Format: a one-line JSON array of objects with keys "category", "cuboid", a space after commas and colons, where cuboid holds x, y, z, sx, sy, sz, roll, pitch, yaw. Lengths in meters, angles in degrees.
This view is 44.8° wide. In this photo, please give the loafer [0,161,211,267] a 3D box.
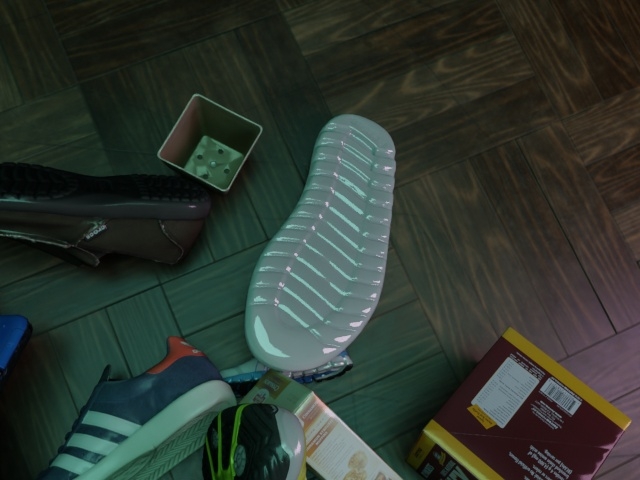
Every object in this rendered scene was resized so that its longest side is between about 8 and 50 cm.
[{"category": "loafer", "cuboid": [-0.330, -0.017, 1.020, 0.366, 0.134, 0.130, 4, 113, -14]}]

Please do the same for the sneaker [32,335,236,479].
[{"category": "sneaker", "cuboid": [-0.282, 0.257, 1.003, 0.350, 0.131, 0.148, -34, 60, -6]}]

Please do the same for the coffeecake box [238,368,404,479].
[{"category": "coffeecake box", "cuboid": [0.001, 0.255, 0.975, 0.068, 0.142, 0.185, -48, 110, -14]}]

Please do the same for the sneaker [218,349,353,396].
[{"category": "sneaker", "cuboid": [-0.057, 0.162, 1.072, 0.191, 0.071, 0.082, -10, 64, -11]}]

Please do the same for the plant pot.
[{"category": "plant pot", "cuboid": [-0.156, -0.125, 1.109, 0.109, 0.096, 0.109, 28, 75, 1]}]

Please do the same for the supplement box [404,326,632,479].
[{"category": "supplement box", "cuboid": [0.249, 0.259, 0.998, 0.191, 0.129, 0.194, 39, 63, 17]}]

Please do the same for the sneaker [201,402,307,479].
[{"category": "sneaker", "cuboid": [-0.059, 0.305, 0.898, 0.147, 0.384, 0.145, -1, 49, -17]}]

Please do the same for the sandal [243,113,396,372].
[{"category": "sandal", "cuboid": [0.014, 0.007, 1.095, 0.169, 0.102, 0.416, 25, 61, -5]}]

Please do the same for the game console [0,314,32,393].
[{"category": "game console", "cuboid": [-0.493, 0.244, 0.971, 0.293, 0.173, 0.250, -5, 43, 17]}]
